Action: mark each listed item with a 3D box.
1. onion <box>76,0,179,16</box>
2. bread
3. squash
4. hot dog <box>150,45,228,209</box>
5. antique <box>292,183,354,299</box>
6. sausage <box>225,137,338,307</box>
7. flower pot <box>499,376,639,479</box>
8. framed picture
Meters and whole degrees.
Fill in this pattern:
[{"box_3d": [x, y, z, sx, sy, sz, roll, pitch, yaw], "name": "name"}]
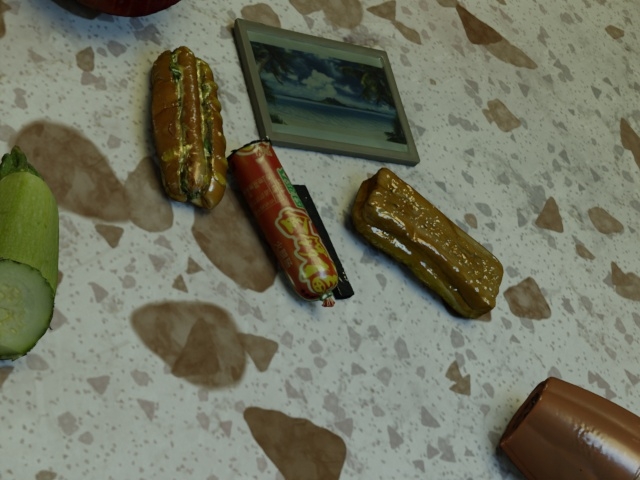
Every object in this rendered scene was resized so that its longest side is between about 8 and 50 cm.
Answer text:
[{"box_3d": [-0.278, -0.498, 1.742, 0.353, 0.353, 0.354, 22, 49, -27], "name": "onion"}, {"box_3d": [0.168, 0.003, 1.923, 0.271, 0.077, 0.139, 37, 40, -15], "name": "bread"}, {"box_3d": [-0.353, -0.006, 1.466, 0.137, 0.137, 0.287, 29, 44, -20], "name": "squash"}, {"box_3d": [-0.190, -0.167, 1.760, 0.115, 0.072, 0.269, 5, 58, -28], "name": "hot dog"}, {"box_3d": [0.000, 0.000, 1.832, 0.031, 0.015, 0.192, -7, 65, -42], "name": "antique"}, {"box_3d": [-0.046, -0.019, 1.767, 0.083, 0.083, 0.264, -16, 72, -45], "name": "sausage"}, {"box_3d": [0.366, 0.300, 1.812, 0.173, 0.190, 0.190, 35, 42, 6], "name": "flower pot"}, {"box_3d": [0.012, -0.238, 2.010, 0.315, 0.024, 0.232, 4, 59, -36], "name": "framed picture"}]
